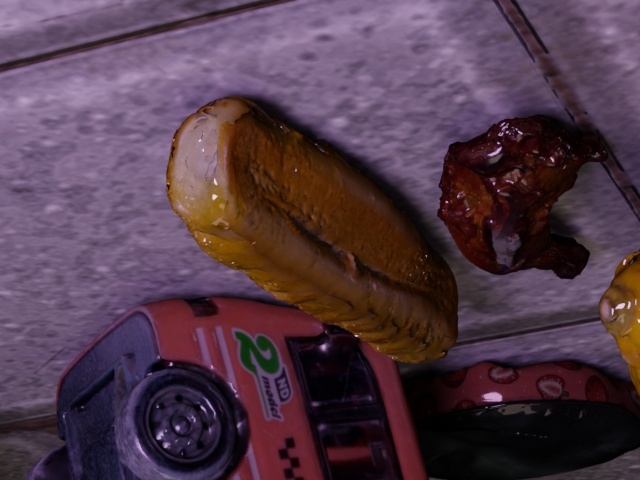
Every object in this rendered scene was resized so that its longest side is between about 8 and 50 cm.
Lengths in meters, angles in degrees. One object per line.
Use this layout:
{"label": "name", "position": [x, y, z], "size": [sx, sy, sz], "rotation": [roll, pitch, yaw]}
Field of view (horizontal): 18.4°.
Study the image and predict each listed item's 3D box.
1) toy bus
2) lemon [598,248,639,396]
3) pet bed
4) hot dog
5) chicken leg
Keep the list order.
{"label": "toy bus", "position": [-0.026, 0.253, 1.246], "size": [0.233, 0.427, 0.203], "rotation": [-4, 161, -31]}
{"label": "lemon", "position": [0.268, 0.043, 1.072], "size": [0.256, 0.188, 0.188], "rotation": [-1, 158, -21]}
{"label": "pet bed", "position": [0.138, 0.136, 1.454], "size": [0.201, 0.053, 0.201], "rotation": [-4, 158, -2]}
{"label": "hot dog", "position": [0.000, 0.001, 1.081], "size": [0.068, 0.083, 0.289], "rotation": [7, 164, 29]}
{"label": "chicken leg", "position": [0.111, -0.017, 1.089], "size": [0.093, 0.053, 0.205], "rotation": [-17, 162, -5]}
